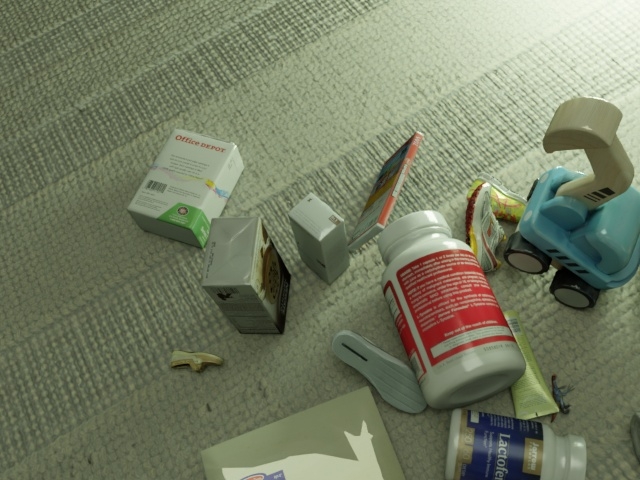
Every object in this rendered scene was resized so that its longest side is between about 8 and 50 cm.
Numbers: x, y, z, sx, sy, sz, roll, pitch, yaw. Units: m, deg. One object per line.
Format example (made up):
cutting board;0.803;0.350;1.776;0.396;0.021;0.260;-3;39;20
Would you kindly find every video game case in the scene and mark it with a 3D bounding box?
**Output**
video game case;0.160;-0.119;1.686;0.025;0.204;0.285;28;67;-9

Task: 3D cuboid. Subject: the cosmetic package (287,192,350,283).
cosmetic package;0.000;0.000;1.620;0.085;0.231;0.117;-42;63;-14

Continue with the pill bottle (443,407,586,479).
pill bottle;0.392;0.439;1.368;0.264;0.153;0.153;7;63;12

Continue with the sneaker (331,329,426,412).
sneaker;0.138;0.286;1.524;0.258;0.091;0.094;41;98;3

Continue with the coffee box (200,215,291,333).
coffee box;-0.165;0.090;1.558;0.118;0.297;0.168;-1;62;12

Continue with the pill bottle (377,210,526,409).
pill bottle;0.273;0.146;1.501;0.228;0.229;0.408;-18;60;-2

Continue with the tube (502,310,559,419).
tube;0.448;0.278;1.506;0.062;0.070;0.240;3;59;-27

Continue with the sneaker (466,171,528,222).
sneaker;0.458;-0.081;1.692;0.094;0.081;0.208;-47;61;-5

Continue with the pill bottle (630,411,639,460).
pill bottle;0.744;0.398;1.361;0.186;0.112;0.112;-7;61;5

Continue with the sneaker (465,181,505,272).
sneaker;0.405;-0.031;1.645;0.092;0.088;0.226;2;89;1

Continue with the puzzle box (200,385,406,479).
puzzle box;-0.034;0.514;1.449;0.408;0.052;0.272;-20;61;-3

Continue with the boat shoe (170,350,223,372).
boat shoe;-0.298;0.294;1.613;0.135;0.050;0.045;0;65;20

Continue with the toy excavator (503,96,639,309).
toy excavator;0.561;-0.080;1.399;0.432;0.445;0.222;34;67;-9

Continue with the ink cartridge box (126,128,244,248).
ink cartridge box;-0.358;-0.145;1.817;0.201;0.117;0.278;17;66;16

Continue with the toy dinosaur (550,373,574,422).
toy dinosaur;0.518;0.337;1.471;0.090;0.047;0.082;-32;43;2
